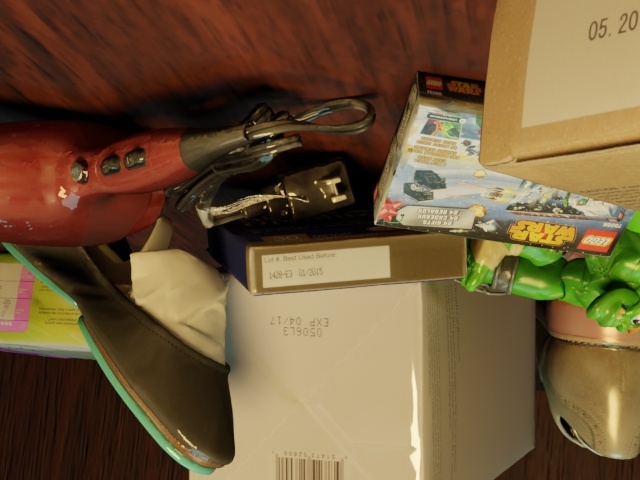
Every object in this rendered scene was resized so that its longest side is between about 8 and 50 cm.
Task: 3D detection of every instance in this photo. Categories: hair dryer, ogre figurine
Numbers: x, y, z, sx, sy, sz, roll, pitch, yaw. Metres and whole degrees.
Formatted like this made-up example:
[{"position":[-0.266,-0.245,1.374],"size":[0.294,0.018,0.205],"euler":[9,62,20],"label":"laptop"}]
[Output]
[{"position":[-0.118,-0.052,0.875],"size":[0.293,0.080,0.223],"euler":[-9,168,-1],"label":"hair dryer"},{"position":[0.166,-0.002,0.927],"size":[0.118,0.097,0.197],"euler":[20,135,-10],"label":"ogre figurine"}]

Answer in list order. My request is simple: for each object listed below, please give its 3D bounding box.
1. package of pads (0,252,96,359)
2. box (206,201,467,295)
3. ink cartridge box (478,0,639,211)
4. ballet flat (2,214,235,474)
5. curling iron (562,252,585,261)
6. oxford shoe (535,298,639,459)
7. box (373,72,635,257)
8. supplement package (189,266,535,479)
[{"position":[-0.248,0.078,1.645],"size":[0.296,0.101,0.229],"euler":[1,171,23],"label":"package of pads"},{"position":[0.000,0.000,1.019],"size":[0.136,0.036,0.225],"euler":[-5,-173,-12],"label":"box"},{"position":[0.207,-0.059,0.546],"size":[0.193,0.088,0.234],"euler":[14,169,-33],"label":"ink cartridge box"},{"position":[-0.124,0.032,0.990],"size":[0.280,0.096,0.095],"euler":[44,-173,38],"label":"ballet flat"},{"position":[0.173,0.009,1.148],"size":[0.068,0.035,0.274],"euler":[-2,168,39],"label":"curling iron"},{"position":[0.253,0.124,1.411],"size":[0.140,0.146,0.397],"euler":[3,178,10],"label":"oxford shoe"},{"position":[0.104,-0.038,0.796],"size":[0.137,0.027,0.094],"euler":[8,138,-10],"label":"box"},{"position":[0.043,0.097,1.130],"size":[0.177,0.175,0.293],"euler":[1,-175,23],"label":"supplement package"}]
